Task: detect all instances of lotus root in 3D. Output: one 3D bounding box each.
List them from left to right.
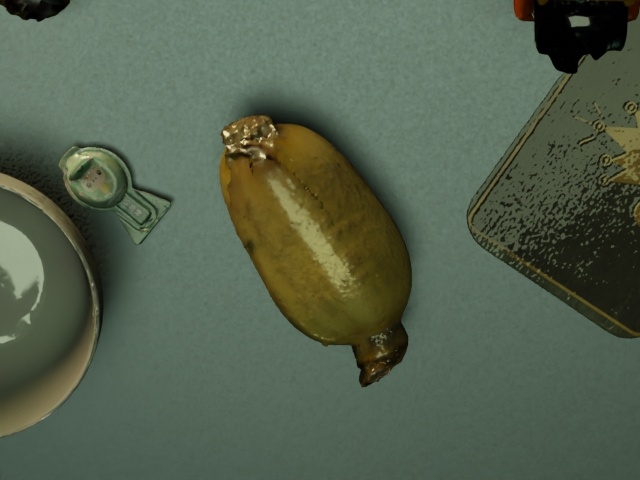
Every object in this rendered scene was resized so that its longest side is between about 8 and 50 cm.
[{"bbox_3d":[-0.001,0.000,1.835,0.146,0.131,0.303,-25,104,33],"label":"lotus root"}]

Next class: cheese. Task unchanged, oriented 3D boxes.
[{"bbox_3d":[-0.219,-0.053,1.883,0.120,0.026,0.067,38,105,-9],"label":"cheese"}]

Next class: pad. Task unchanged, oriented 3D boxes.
[{"bbox_3d":[0.368,-0.069,1.833,0.315,0.063,0.375,32,106,-7],"label":"pad"}]

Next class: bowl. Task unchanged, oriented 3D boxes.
[{"bbox_3d":[-0.360,0.052,1.860,0.287,0.144,0.287,1,106,3],"label":"bowl"}]

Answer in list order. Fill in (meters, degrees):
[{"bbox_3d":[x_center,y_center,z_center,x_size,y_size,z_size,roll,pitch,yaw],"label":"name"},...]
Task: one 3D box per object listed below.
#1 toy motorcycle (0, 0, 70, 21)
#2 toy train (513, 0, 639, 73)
[{"bbox_3d":[-0.160,-0.368,1.737,0.401,0.134,0.207,-20,110,10],"label":"toy motorcycle"},{"bbox_3d":[0.235,-0.310,1.645,0.163,0.369,0.232,1,133,5],"label":"toy train"}]
